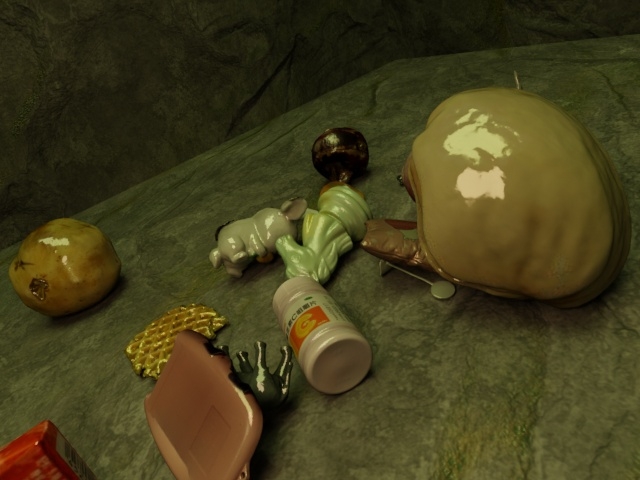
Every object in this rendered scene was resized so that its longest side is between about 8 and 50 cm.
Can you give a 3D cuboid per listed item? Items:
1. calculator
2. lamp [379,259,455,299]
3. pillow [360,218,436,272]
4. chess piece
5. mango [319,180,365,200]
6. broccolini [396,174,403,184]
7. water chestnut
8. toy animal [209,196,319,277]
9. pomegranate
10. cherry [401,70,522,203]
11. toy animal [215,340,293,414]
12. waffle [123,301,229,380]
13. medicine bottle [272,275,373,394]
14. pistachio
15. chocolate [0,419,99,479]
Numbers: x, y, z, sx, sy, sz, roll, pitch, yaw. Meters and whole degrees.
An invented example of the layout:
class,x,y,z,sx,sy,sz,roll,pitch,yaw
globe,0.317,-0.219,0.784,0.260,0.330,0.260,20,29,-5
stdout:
class,x,y,z,sx,sy,sz,roll,pitch,yaw
calculator,-0.216,0.303,0.751,0.329,0.048,0.220,27,89,44
lamp,0.217,0.091,0.973,0.050,0.056,0.198,-35,42,-26
pillow,0.210,0.003,0.996,0.236,0.084,0.223,12,20,3
chess piece,0.000,0.000,1.142,0.175,0.176,0.298,8,45,43
mango,0.066,-0.143,1.422,0.115,0.090,0.178,-25,35,-21
broccolini,0.351,-0.269,1.479,0.071,0.058,0.254,37,56,9
water chestnut,0.074,-0.309,1.594,0.223,0.223,0.238,-9,67,23
toy animal,-0.166,-0.021,1.260,0.325,0.208,0.154,-39,72,8
pomegranate,-0.859,0.092,1.451,0.332,0.333,0.333,-17,28,9
cherry,0.385,-0.194,1.075,0.326,0.291,0.335,-32,6,-15
toy animal,-0.163,0.270,0.807,0.269,0.082,0.137,-22,58,24
waffle,-0.370,0.246,1.083,0.254,0.052,0.245,8,39,44
medicine bottle,-0.005,0.179,0.858,0.133,0.133,0.250,-26,28,-9
pistachio,0.350,-0.073,0.793,0.365,0.446,0.281,-36,-13,5
chocolate,-0.458,0.426,0.638,0.234,0.237,0.108,-31,19,-15
